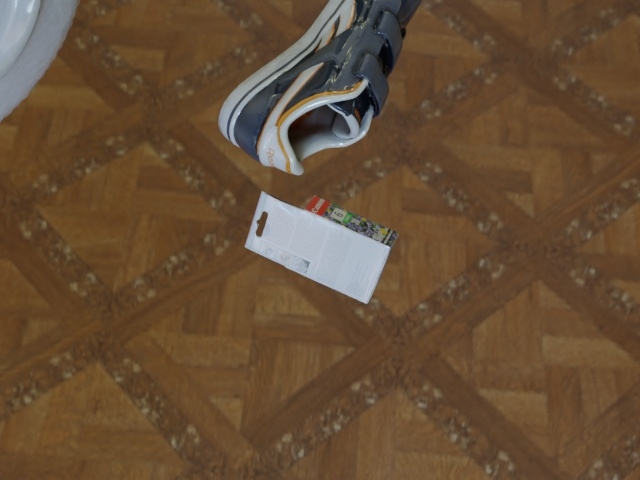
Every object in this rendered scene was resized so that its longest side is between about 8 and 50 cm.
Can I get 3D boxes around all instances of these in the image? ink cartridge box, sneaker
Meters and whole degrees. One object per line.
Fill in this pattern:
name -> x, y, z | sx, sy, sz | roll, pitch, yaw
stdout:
ink cartridge box -> 0.000, 0.000, 0.913 | 0.115, 0.063, 0.029 | 24, 35, 6
sneaker -> 0.036, -0.202, 1.309 | 0.321, 0.126, 0.127 | -46, 62, -8

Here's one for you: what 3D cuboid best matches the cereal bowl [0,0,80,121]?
cereal bowl -> -0.288, -0.182, 0.718 | 0.339, 0.339, 0.141 | -33, 50, -27
